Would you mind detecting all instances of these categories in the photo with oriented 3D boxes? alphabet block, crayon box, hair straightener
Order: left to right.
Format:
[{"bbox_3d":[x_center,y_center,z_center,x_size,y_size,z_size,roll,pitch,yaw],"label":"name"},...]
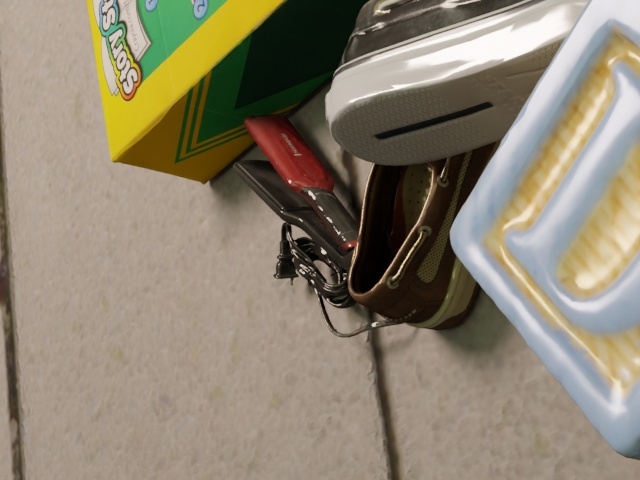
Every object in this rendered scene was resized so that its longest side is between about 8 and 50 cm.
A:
[{"bbox_3d":[-0.070,-0.279,1.510,0.313,0.106,0.363,-38,53,42],"label":"crayon box"},{"bbox_3d":[0.000,0.000,1.412,0.230,0.047,0.089,48,132,41],"label":"hair straightener"},{"bbox_3d":[0.221,-0.004,0.992,0.192,0.197,0.193,-59,41,25],"label":"alphabet block"}]

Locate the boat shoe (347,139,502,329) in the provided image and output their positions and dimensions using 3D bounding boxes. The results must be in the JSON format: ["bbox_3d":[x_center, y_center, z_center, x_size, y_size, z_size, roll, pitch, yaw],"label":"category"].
[{"bbox_3d":[0.075,-0.071,1.278,0.095,0.095,0.258,5,85,52],"label":"boat shoe"}]

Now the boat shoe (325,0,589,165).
[{"bbox_3d":[0.146,-0.141,1.146,0.335,0.121,0.119,-11,61,30],"label":"boat shoe"}]
